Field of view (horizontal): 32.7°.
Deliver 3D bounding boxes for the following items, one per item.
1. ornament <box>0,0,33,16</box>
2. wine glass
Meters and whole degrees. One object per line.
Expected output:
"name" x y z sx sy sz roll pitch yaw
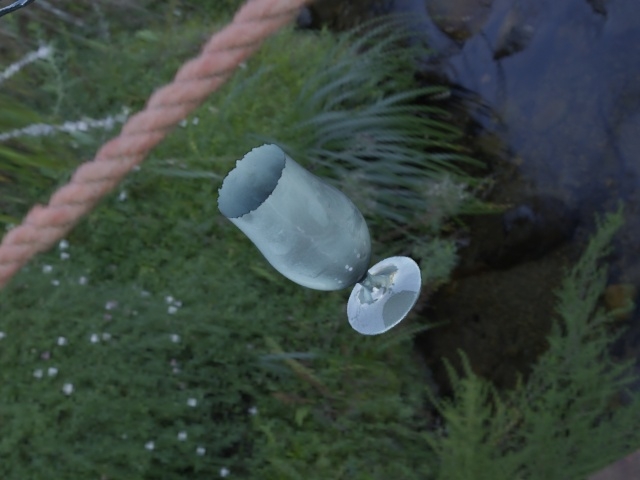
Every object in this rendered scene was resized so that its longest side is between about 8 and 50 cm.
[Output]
"ornament" -0.158 -0.175 0.664 0.125 0.028 0.073 -35 4 -10
"wine glass" 0.000 0.000 0.984 0.093 0.202 0.093 -28 40 26
